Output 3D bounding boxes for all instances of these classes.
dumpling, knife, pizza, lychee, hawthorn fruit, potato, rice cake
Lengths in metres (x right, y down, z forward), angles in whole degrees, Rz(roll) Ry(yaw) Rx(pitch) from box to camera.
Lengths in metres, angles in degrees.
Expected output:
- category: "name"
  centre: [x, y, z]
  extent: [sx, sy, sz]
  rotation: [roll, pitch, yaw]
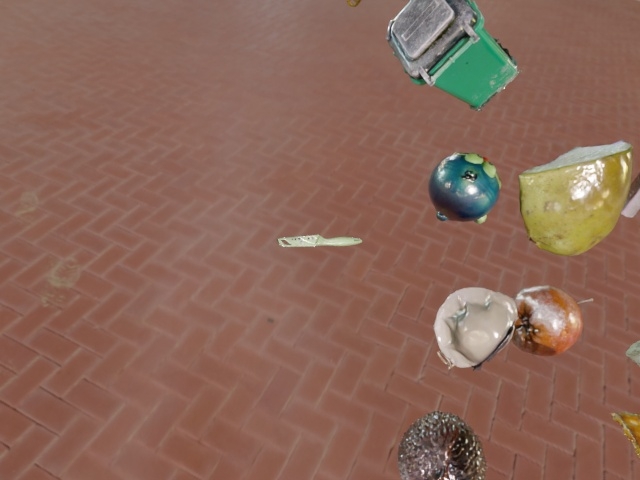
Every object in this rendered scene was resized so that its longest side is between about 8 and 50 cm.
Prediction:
- category: "dumpling"
  centre: [0.480, 0.280, 1.545]
  extent: [0.204, 0.293, 0.163]
  rotation: [29, 25, -17]
- category: "knife"
  centre: [-0.001, 0.000, 1.671]
  extent: [0.293, 0.020, 0.043]
  rotation: [-3, 83, -13]
- category: "pizza"
  centre: [0.744, 0.456, 1.109]
  extent: [0.178, 0.041, 0.131]
  rotation: [14, 45, 13]
- category: "lychee"
  centre: [0.386, 0.708, 1.608]
  extent: [0.300, 0.300, 0.300]
  rotation: [5, 41, -4]
- category: "hawthorn fruit"
  centre: [0.731, 0.266, 1.628]
  extent: [0.235, 0.263, 0.231]
  rotation: [-8, 63, 41]
- category: "potato"
  centre: [0.719, -0.094, 1.337]
  extent: [0.330, 0.280, 0.213]
  rotation: [-22, 15, -32]
- category: "rice cake"
  centre: [1.040, -0.213, 1.547]
  extent: [0.073, 0.365, 0.056]
  rotation: [-2, 49, -6]

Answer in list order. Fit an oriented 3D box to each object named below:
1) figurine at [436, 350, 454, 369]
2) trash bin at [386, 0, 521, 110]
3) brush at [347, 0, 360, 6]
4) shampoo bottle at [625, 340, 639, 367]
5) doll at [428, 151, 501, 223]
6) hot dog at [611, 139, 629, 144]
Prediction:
- category: "figurine"
  centre: [0.466, 0.362, 1.695]
  extent: [0.154, 0.132, 0.132]
  rotation: [-37, 56, -16]
- category: "trash bin"
  centre: [0.424, -0.572, 1.515]
  extent: [0.381, 0.259, 0.295]
  rotation: [13, 45, -42]
- category: "brush"
  centre: [0.138, -0.705, 1.336]
  extent: [0.082, 0.218, 0.010]
  rotation: [26, 62, -20]
- category: "shampoo bottle"
  centre: [1.162, 0.468, 1.577]
  extent: [0.078, 0.134, 0.359]
  rotation: [-43, 79, -14]
- category: "doll"
  centre: [0.411, -0.140, 1.446]
  extent: [0.198, 0.322, 0.186]
  rotation: [36, 83, 16]
- category: "hot dog"
  centre: [0.970, -0.243, 1.640]
  extent: [0.069, 0.131, 0.253]
  rotation: [16, 37, 28]
